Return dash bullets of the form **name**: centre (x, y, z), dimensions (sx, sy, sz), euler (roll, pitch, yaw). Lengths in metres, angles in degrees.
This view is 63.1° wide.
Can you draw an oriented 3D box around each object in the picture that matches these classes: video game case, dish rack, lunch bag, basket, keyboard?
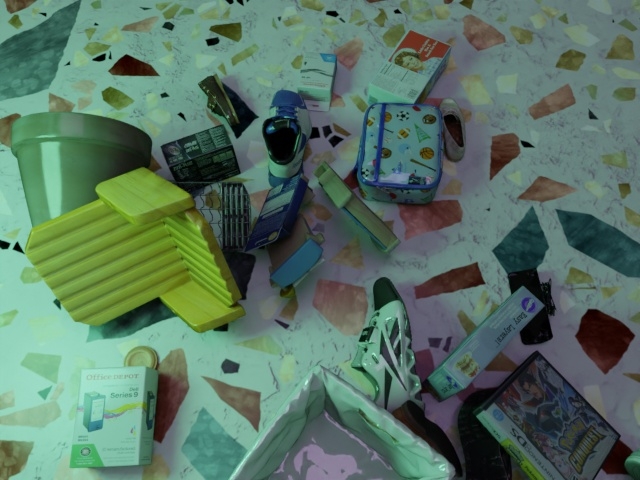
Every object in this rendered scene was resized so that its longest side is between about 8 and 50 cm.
- **video game case**: centre (0.494, 0.397, 1.125), dimensions (0.275, 0.035, 0.248), euler (-23, 63, -40)
- **dish rack**: centre (-0.319, -0.062, 1.375), dimensions (0.272, 0.074, 0.208), euler (-1, 89, -5)
- **lunch bag**: centre (0.217, -0.244, 1.458), dimensions (0.244, 0.115, 0.303), euler (6, 64, 7)
- **basket**: centre (0.025, 0.489, 1.032), dimensions (0.328, 0.266, 0.331), euler (34, 69, 16)
- **keyboard**: centre (0.539, 0.165, 1.308), dimensions (0.100, 0.038, 0.191), euler (-13, 64, 21)

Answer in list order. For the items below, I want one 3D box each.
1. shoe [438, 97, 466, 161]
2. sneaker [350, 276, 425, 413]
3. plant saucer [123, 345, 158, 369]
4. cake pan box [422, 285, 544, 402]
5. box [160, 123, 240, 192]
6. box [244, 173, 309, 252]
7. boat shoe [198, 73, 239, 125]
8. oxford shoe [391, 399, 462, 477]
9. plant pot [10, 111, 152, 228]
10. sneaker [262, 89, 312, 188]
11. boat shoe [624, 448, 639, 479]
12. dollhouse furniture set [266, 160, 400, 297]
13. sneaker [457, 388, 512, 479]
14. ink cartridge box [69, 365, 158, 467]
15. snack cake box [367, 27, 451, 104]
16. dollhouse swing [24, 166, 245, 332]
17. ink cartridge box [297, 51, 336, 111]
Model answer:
- **shoe**: centre (0.391, -0.336, 1.525), dimensions (0.077, 0.058, 0.218), euler (-3, 65, 0)
- **sneaker**: centre (0.138, 0.243, 1.223), dimensions (0.147, 0.122, 0.330), euler (-7, 64, -4)
- **plant saucer**: centre (-0.440, 0.297, 1.271), dimensions (0.084, 0.013, 0.083), euler (0, 66, 1)
- **cake pan box**: centre (0.353, 0.233, 1.157), dimensions (0.267, 0.245, 0.070), euler (-40, 74, -17)
- **box**: centre (-0.326, -0.221, 1.439), dimensions (0.180, 0.147, 0.077), euler (-22, 67, -8)
- **box**: centre (-0.114, -0.063, 1.355), dimensions (0.036, 0.137, 0.225), euler (41, 49, -28)
- **boat shoe**: centre (-0.308, -0.416, 1.575), dimensions (0.073, 0.073, 0.206), euler (-25, 60, -8)
- **oxford shoe**: centre (0.230, 0.443, 1.143), dimensions (0.076, 0.076, 0.212), euler (-40, 96, 21)
- **plant pot**: centre (-0.585, -0.126, 1.288), dimensions (0.324, 0.323, 0.280), euler (-3, 81, 0)
- **sneaker**: centre (-0.090, -0.312, 1.457), dimensions (0.128, 0.182, 0.315), euler (2, 65, 0)
- **boat shoe**: centre (0.800, 0.515, 1.090), dimensions (0.321, 0.118, 0.103), euler (24, 62, 8)
- **dollhouse furniture set**: centre (0.000, 0.000, 1.368), dimensions (0.303, 0.198, 0.286), euler (-43, 29, 8)
- **sneaker**: centre (0.364, 0.468, 1.137), dimensions (0.107, 0.124, 0.283), euler (-9, 38, 25)
- **ink cartridge box**: centre (-0.460, 0.396, 1.177), dimensions (0.155, 0.093, 0.212), euler (-2, 67, 1)
- **snack cake box**: centre (0.272, -0.509, 1.593), dimensions (0.152, 0.089, 0.264), euler (28, 68, 15)
- **dollhouse swing**: centre (-0.409, 0.075, 1.147), dimensions (0.305, 0.346, 0.315), euler (-36, 42, -26)
- **ink cartridge box**: centre (-0.011, -0.489, 1.605), dimensions (0.104, 0.060, 0.180), euler (7, 66, 4)
